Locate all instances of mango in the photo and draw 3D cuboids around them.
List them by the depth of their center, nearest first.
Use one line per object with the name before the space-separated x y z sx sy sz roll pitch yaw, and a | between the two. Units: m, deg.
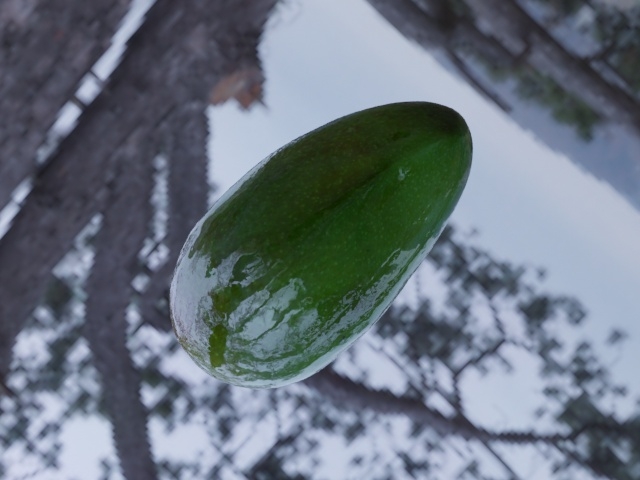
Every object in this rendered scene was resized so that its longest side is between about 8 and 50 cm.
mango | 0.000 0.000 1.548 0.201 0.382 0.225 57 -154 18
